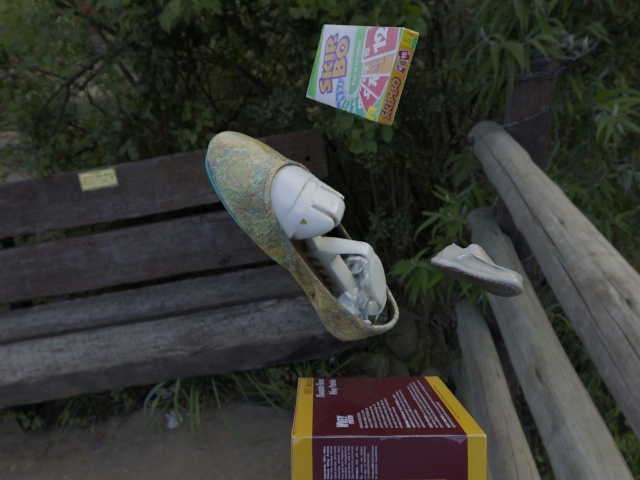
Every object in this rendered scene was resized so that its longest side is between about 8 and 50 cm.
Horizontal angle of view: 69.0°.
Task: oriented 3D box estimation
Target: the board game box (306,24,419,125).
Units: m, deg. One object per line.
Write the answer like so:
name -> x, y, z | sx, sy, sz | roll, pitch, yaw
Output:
board game box -> 0.048, -0.267, 0.726 | 0.039, 0.124, 0.259 | 6, 20, -27

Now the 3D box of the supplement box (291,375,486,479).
supplement box -> 0.067, 0.252, 0.551 | 0.194, 0.128, 0.191 | 0, 1, -1

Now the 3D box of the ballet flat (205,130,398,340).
ballet flat -> 0.000, 0.000, 0.587 | 0.123, 0.348, 0.123 | -25, 30, 15

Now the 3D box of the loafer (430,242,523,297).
loafer -> 0.389, 0.061, 1.157 | 0.092, 0.102, 0.269 | -57, 34, -8
